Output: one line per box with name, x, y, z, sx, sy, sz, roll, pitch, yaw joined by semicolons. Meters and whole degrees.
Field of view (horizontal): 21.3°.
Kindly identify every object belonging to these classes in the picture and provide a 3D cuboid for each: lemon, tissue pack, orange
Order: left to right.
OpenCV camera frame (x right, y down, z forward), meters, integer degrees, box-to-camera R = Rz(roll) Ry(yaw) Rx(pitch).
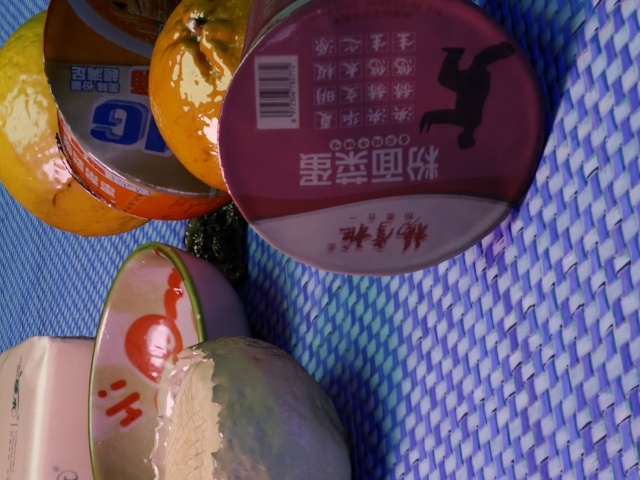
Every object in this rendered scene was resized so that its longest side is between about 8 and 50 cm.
tissue pack;-0.287;0.305;2.027;0.297;0.207;0.380;159;116;-69
lemon;-0.266;-0.143;2.007;0.293;0.293;0.293;-174;90;-70
orange;-0.044;-0.142;1.482;0.193;0.219;0.219;62;-159;-61

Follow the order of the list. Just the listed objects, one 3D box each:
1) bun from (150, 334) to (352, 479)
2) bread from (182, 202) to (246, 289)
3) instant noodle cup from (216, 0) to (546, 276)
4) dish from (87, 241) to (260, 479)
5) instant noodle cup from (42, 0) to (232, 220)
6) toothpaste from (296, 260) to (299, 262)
bun;-0.054;0.206;1.498;0.259;0.152;0.259;-176;90;-73
bread;-0.117;0.004;1.864;0.082;0.060;0.113;141;131;-60
instant noodle cup;0.038;-0.115;1.264;0.178;0.235;0.234;-97;22;-58
dish;-0.131;0.165;1.778;0.324;0.124;0.324;-16;72;61
instant noodle cup;-0.142;-0.150;1.689;0.214;0.296;0.296;132;140;-69
toothpaste;0.000;0.000;1.602;0.140;0.021;0.037;154;115;-64
